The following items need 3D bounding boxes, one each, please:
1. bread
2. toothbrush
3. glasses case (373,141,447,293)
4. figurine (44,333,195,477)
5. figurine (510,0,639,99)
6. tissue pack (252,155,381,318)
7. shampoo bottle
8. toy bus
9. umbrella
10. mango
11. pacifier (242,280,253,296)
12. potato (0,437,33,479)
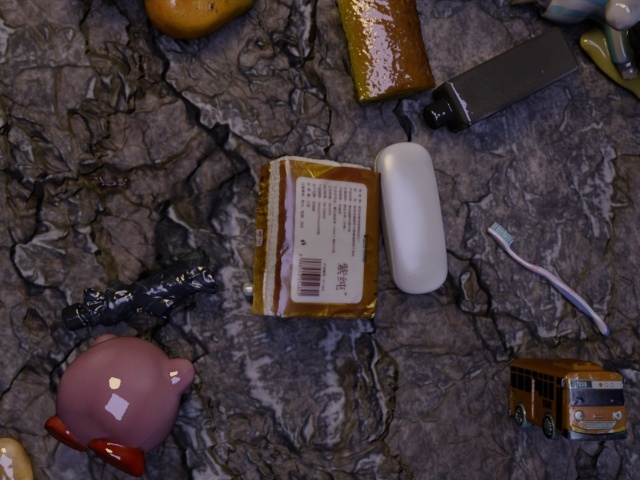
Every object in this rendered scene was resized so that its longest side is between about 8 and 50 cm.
[{"bbox_3d":[0.093,-0.296,1.144,0.132,0.103,0.172,-14,93,-10],"label":"bread"},{"bbox_3d":[0.370,0.064,1.228,0.269,0.021,0.027,41,88,-7],"label":"toothbrush"},{"bbox_3d":[0.139,-0.034,1.170,0.092,0.059,0.233,-10,91,-8],"label":"glasses case"},{"bbox_3d":[-0.273,0.213,1.044,0.173,0.173,0.173,0,89,-10],"label":"figurine"},{"bbox_3d":[0.528,-0.381,1.086,0.362,0.378,0.266,19,86,-10],"label":"figurine"},{"bbox_3d":[0.000,0.000,1.105,0.183,0.092,0.226,4,84,-35],"label":"tissue pack"},{"bbox_3d":[0.273,-0.242,1.187,0.246,0.080,0.079,-28,92,-10],"label":"shampoo bottle"},{"bbox_3d":[0.364,0.232,1.133,0.098,0.201,0.114,2,86,-10],"label":"toy bus"},{"bbox_3d":[-0.258,0.084,1.099,0.224,0.080,0.071,-19,127,-6],"label":"umbrella"},{"bbox_3d":[-0.176,-0.359,1.105,0.165,0.089,0.115,-35,109,-12],"label":"mango"},{"bbox_3d":[-0.085,0.067,1.140,0.064,0.068,0.083,-9,98,23],"label":"pacifier"},{"bbox_3d":[-0.438,0.317,1.063,0.068,0.062,0.083,-45,66,19],"label":"potato"}]
